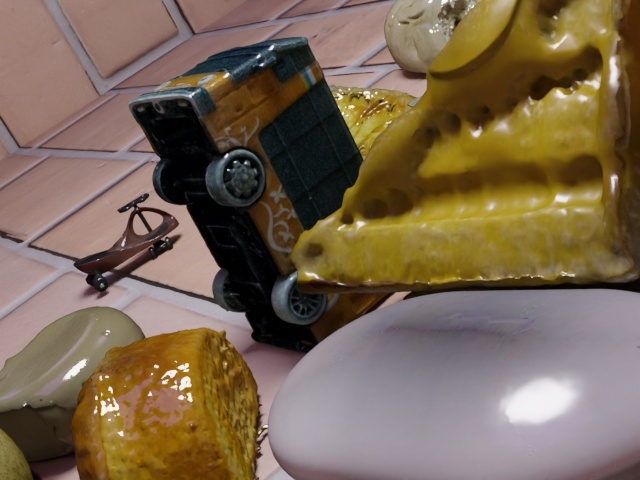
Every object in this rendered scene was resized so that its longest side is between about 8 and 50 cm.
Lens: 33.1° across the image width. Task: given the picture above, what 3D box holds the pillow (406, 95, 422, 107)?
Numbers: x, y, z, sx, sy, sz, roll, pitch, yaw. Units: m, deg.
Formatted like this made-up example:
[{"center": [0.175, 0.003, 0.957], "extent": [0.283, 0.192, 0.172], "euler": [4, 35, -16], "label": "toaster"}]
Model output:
[{"center": [0.203, -0.147, 1.222], "extent": [0.148, 0.050, 0.229], "euler": [-19, 21, -9], "label": "pillow"}]

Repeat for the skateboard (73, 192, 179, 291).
[{"center": [-0.265, -0.001, 1.456], "extent": [0.151, 0.080, 0.067], "euler": [-33, 16, -17], "label": "skateboard"}]

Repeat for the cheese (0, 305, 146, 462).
[{"center": [-0.256, 0.141, 1.113], "extent": [0.175, 0.091, 0.202], "euler": [-19, 22, 25], "label": "cheese"}]

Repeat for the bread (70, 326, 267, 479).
[{"center": [-0.124, 0.149, 0.883], "extent": [0.143, 0.139, 0.229], "euler": [-19, 23, 5], "label": "bread"}]

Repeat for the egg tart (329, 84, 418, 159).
[{"center": [0.022, -0.116, 1.337], "extent": [0.232, 0.098, 0.252], "euler": [-4, 30, 11], "label": "egg tart"}]

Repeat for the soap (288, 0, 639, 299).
[{"center": [0.134, -0.106, 0.885], "extent": [0.339, 0.304, 0.169], "euler": [-5, -12, 44], "label": "soap"}]

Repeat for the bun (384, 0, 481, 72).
[{"center": [0.183, -0.331, 1.580], "extent": [0.178, 0.127, 0.193], "euler": [-32, 24, -11], "label": "bun"}]

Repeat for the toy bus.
[{"center": [-0.043, -0.047, 1.018], "extent": [0.167, 0.275, 0.138], "euler": [-39, 23, -27], "label": "toy bus"}]

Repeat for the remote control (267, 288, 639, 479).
[{"center": [0.105, 0.102, 0.728], "extent": [0.332, 0.103, 0.221], "euler": [-6, 24, 47], "label": "remote control"}]

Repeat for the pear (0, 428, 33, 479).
[{"center": [-0.329, 0.235, 0.925], "extent": [0.167, 0.136, 0.167], "euler": [-17, 41, 15], "label": "pear"}]
